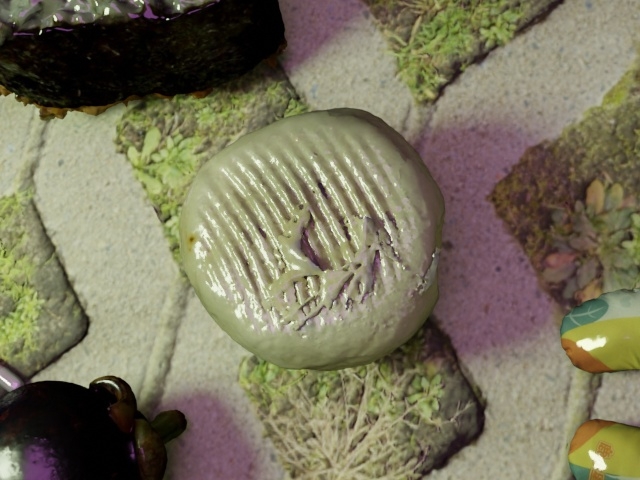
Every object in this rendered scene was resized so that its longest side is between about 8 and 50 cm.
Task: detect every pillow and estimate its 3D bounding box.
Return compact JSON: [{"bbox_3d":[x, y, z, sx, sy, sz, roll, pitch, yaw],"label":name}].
[{"bbox_3d":[0.337,0.154,1.028,0.214,0.086,0.233,-4,76,21],"label":"pillow"}]

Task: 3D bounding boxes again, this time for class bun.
[{"bbox_3d":[-0.002,0.005,1.084,0.273,0.168,0.273,-2,76,8],"label":"bun"}]

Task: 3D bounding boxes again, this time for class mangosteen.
[{"bbox_3d":[-0.234,0.226,1.076,0.230,0.194,0.194,-13,70,-20],"label":"mangosteen"}]

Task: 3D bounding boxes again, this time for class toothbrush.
[{"bbox_3d":[-0.442,0.090,1.231,0.286,0.025,0.020,33,81,17],"label":"toothbrush"}]

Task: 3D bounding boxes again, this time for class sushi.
[{"bbox_3d":[-0.217,-0.271,1.199,0.348,0.207,0.234,-3,62,5],"label":"sushi"}]
